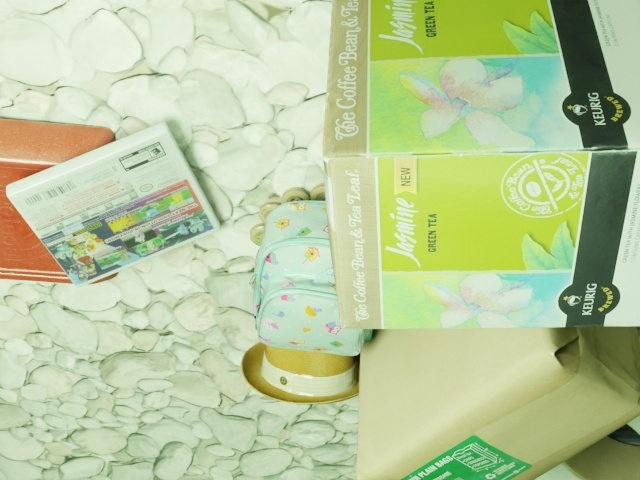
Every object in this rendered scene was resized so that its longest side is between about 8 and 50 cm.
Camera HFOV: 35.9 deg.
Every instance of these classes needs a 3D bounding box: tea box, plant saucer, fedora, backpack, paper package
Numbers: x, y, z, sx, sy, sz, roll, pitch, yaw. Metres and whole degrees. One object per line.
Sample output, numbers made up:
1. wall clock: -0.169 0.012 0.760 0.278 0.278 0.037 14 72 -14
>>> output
1. tea box: 0.171 -0.106 0.945 0.323 0.329 0.220 -3 134 5
2. plant saucer: -0.387 -0.036 1.227 0.259 0.047 0.258 5 134 -5
3. fedora: -0.013 0.145 1.317 0.194 0.194 0.079 1 112 2
4. backpack: -0.003 0.047 1.214 0.166 0.144 0.188 8 131 2
5. paper package: 0.204 0.129 1.182 0.168 0.309 0.325 31 129 -22

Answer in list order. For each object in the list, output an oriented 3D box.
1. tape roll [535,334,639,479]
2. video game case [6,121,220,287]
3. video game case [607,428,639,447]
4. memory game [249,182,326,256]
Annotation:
1. tape roll: 0.403 0.260 1.353 0.286 0.100 0.286 21 133 25
2. video game case: -0.244 -0.039 1.194 0.201 0.023 0.183 -22 137 1
3. video game case: 0.473 0.386 1.533 0.196 0.026 0.274 -8 129 43
4. memory game: 0.000 0.000 1.274 0.186 0.012 0.186 1 133 1
